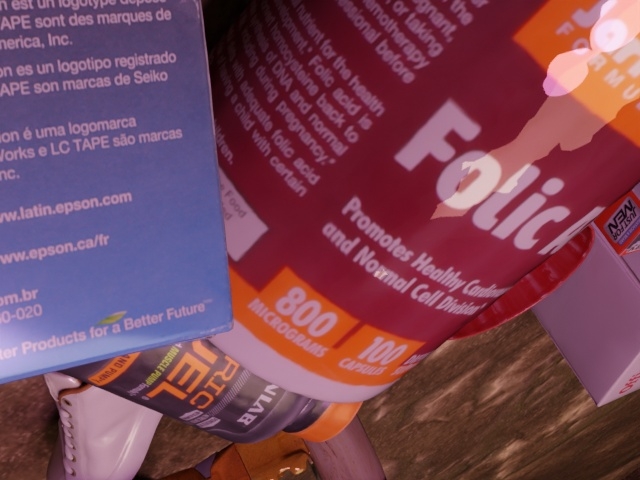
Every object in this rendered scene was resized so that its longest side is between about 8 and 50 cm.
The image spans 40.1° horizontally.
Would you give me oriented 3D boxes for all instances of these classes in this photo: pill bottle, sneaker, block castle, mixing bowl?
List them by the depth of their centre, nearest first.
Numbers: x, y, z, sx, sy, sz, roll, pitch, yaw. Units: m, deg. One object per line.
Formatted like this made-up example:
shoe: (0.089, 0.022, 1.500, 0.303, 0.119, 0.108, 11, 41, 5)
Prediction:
pill bottle: (0.089, -0.106, 0.475, 0.224, 0.224, 0.392, 11, 132, -49)
pill bottle: (-0.081, 0.055, 0.591, 0.245, 0.130, 0.130, 29, 120, -28)
sneaker: (-0.193, 0.120, 0.732, 0.123, 0.106, 0.290, 12, 125, -35)
mixing bowl: (0.154, 0.004, 0.834, 0.181, 0.098, 0.181, -22, 149, -14)
block castle: (-0.061, 0.319, 0.909, 0.303, 0.213, 0.453, -26, 169, -8)

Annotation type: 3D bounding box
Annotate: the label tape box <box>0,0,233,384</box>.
label tape box: (-0.174, -0.108, 0.324, 0.240, 0.106, 0.334, -11, 105, -28)

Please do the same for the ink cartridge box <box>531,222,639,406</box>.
ink cartridge box: (0.376, 0.010, 0.933, 0.270, 0.197, 0.198, -19, 149, -16)

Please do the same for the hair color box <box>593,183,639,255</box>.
hair color box: (0.238, -0.074, 0.713, 0.093, 0.167, 0.053, -11, 146, -28)
